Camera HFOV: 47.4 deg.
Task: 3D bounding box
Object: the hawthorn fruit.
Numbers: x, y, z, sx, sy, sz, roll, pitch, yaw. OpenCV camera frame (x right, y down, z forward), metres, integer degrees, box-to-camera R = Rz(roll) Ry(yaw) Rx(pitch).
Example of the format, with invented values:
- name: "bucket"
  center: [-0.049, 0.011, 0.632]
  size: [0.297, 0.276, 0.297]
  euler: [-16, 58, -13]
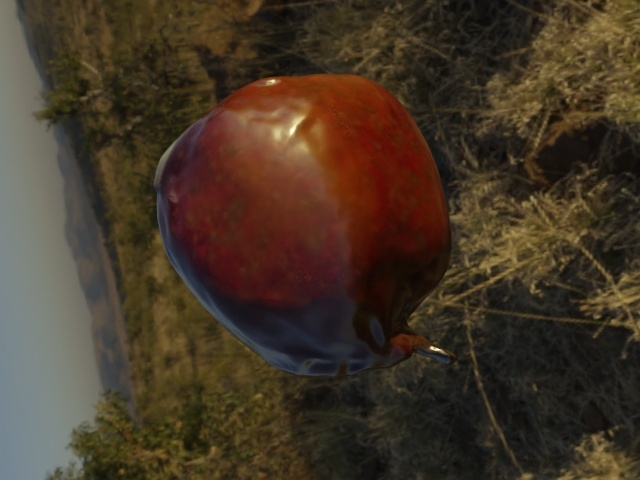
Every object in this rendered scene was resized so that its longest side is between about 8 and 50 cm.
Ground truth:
- name: "hawthorn fruit"
  center: [-0.014, -0.015, 0.782]
  size: [0.308, 0.308, 0.325]
  euler: [142, 123, -70]
